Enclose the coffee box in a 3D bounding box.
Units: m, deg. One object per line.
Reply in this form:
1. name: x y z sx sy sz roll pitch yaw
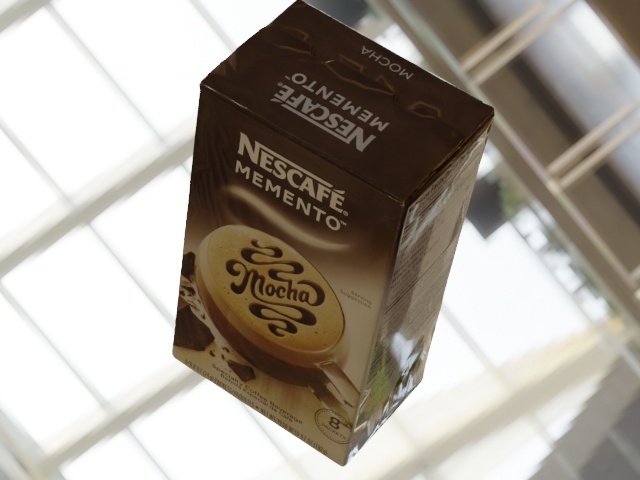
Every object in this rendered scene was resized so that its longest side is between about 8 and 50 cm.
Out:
1. coffee box: 0.000 0.000 1.403 0.168 0.119 0.297 31 141 18
